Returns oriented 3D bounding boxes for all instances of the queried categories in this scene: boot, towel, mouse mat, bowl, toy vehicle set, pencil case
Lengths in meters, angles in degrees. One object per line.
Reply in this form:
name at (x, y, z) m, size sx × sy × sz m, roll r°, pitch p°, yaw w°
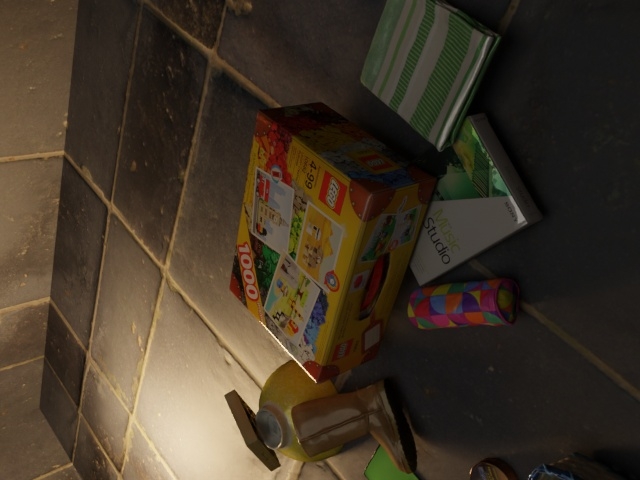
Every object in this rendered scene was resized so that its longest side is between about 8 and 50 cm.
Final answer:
boot at (0.081, 0.478, 1.600) m, size 0.270 × 0.089 × 0.236 m, roll -26°, pitch 69°, yaw 22°
towel at (0.195, -0.351, 1.280) m, size 0.325 × 0.038 × 0.247 m, roll 53°, pitch 135°, yaw 42°
mouse mat at (0.194, 0.613, 1.647) m, size 0.190 × 0.007 × 0.152 m, roll 45°, pitch 130°, yaw 30°
bowl at (-0.084, 0.486, 1.793) m, size 0.290 × 0.156 × 0.289 m, roll 17°, pitch 114°, yaw 43°
toy vehicle set at (-0.192, 0.548, 1.881) m, size 0.166 × 0.035 × 0.266 m, roll 57°, pitch 172°, yaw 34°
pencil case at (0.290, 0.131, 1.340) m, size 0.236 × 0.104 × 0.104 m, roll -11°, pitch 94°, yaw 49°

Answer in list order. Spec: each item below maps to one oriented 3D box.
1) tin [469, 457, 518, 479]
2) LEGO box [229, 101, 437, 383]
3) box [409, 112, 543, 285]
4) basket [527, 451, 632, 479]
tin at (0.389, 0.559, 1.404) m, size 0.106 × 0.040 × 0.189 m, roll -24°, pitch 84°, yaw 51°
LEGO box at (0.000, 0.000, 1.467) m, size 0.372 × 0.193 × 0.500 m, roll 41°, pitch 132°, yaw 35°
box at (0.261, -0.071, 1.319) m, size 0.322 × 0.059 × 0.232 m, roll -40°, pitch 72°, yaw 49°
basket at (0.453, 0.513, 1.133) m, size 0.255 × 0.289 × 0.201 m, roll 24°, pitch 113°, yaw 44°
